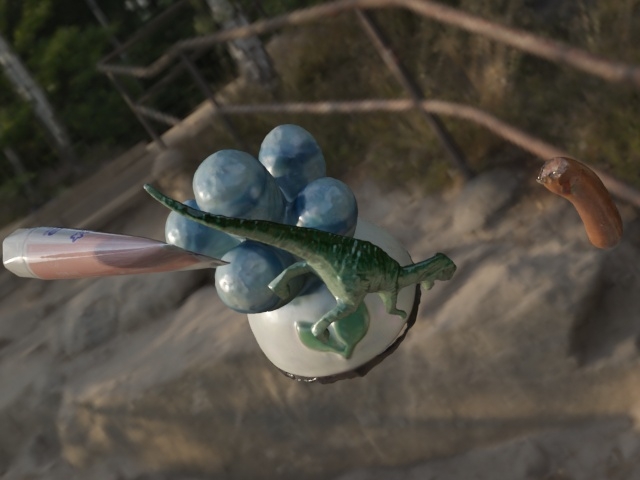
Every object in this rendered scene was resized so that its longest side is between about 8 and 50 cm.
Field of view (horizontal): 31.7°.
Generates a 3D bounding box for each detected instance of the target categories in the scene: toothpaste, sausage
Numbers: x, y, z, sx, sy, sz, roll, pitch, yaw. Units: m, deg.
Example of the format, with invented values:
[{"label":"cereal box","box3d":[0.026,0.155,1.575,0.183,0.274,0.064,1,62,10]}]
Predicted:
[{"label":"toothpaste","box3d":[-0.164,0.010,0.859,0.194,0.043,0.067,0,-13,34]},{"label":"sausage","box3d":[0.264,-0.037,1.119,0.047,0.040,0.177,-11,-27,26]}]

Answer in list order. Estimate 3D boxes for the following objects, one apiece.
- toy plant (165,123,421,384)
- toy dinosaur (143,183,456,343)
[{"label":"toy plant","box3d":[-0.043,0.002,1.350,0.247,0.332,0.247,-16,49,20]},{"label":"toy dinosaur","box3d":[-0.021,0.042,1.198,0.076,0.383,0.129,49,123,50]}]
